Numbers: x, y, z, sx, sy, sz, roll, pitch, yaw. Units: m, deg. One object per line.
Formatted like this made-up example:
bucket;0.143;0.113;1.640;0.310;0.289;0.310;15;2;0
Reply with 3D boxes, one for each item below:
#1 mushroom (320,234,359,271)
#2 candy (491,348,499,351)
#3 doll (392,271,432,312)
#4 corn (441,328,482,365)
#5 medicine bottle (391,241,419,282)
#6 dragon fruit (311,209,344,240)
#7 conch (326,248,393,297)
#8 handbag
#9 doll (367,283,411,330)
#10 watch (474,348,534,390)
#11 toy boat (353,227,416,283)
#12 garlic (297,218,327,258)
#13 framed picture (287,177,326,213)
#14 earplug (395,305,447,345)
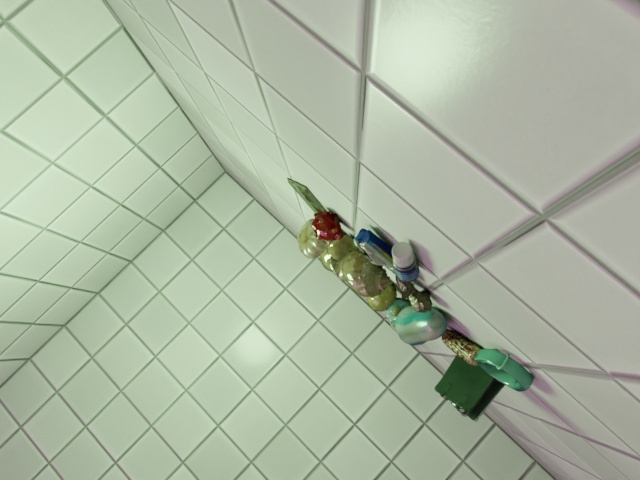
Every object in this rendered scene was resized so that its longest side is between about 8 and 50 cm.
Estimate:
mushroom;0.076;0.056;2.161;0.195;0.189;0.254;43;168;-6
candy;0.657;0.422;1.690;0.030;0.020;0.083;26;166;13
doll;0.338;0.168;1.809;0.285;0.091;0.203;51;-174;32
corn;0.602;0.453;1.925;0.086;0.086;0.253;47;174;-24
medicine bottle;0.284;0.071;1.505;0.083;0.083;0.203;40;172;30
dragon fruit;0.029;-0.058;1.990;0.166;0.133;0.136;43;166;23
conch;0.186;0.121;1.938;0.324;0.186;0.263;38;-172;35
handbag;0.630;0.599;1.898;0.079;0.260;0.248;45;171;-20
doll;0.343;0.308;2.228;0.261;0.161;0.177;41;-166;9
watch;0.671;0.469;1.640;0.195;0.068;0.237;35;169;17
toy boat;0.255;0.076;1.680;0.295;0.088;0.129;38;176;-17
garlic;0.000;0.000;2.418;0.212;0.218;0.219;13;-166;-37
framed picture;-0.041;-0.180;2.135;0.274;0.017;0.217;48;173;-31
earplug;0.459;0.369;1.954;0.185;0.185;0.324;44;167;3
